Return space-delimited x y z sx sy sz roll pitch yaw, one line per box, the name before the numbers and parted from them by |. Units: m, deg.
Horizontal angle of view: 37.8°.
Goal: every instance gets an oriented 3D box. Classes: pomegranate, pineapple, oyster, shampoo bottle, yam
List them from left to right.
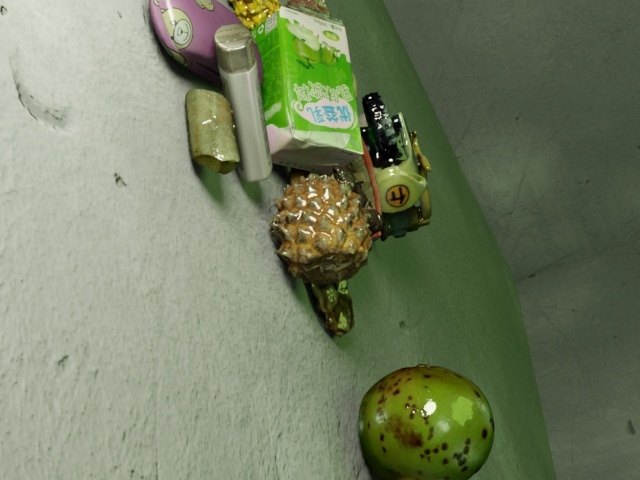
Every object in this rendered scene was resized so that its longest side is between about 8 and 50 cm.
yam | -0.154 -0.149 1.311 0.070 0.070 0.146 45 28 -54
shampoo bottle | -0.112 -0.200 1.382 0.086 0.056 0.227 -109 -171 -51
pineapple | -0.002 -0.031 1.489 0.166 0.166 0.193 49 26 -50
oyster | 0.001 0.001 1.625 0.129 0.079 0.345 12 61 -61
pomegranate | 0.150 0.339 1.519 0.285 0.231 0.231 -64 150 -7

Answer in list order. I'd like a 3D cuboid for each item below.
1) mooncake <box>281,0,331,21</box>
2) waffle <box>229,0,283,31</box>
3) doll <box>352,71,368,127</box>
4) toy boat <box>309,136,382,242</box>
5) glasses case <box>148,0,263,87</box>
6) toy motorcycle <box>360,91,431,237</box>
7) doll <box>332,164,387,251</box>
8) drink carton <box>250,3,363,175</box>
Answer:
mooncake | -0.034 -0.432 1.907 0.130 0.125 0.073 67 21 4
waffle | -0.115 -0.434 1.763 0.193 0.070 0.197 47 25 -52
doll | 0.078 -0.292 2.150 0.365 0.094 0.160 54 26 -41
toy boat | 0.021 -0.161 1.805 0.079 0.136 0.392 102 -27 -64
glasses case | -0.167 -0.307 1.429 0.316 0.076 0.123 9 63 -71
toy motorcycle | 0.144 -0.142 1.954 0.410 0.169 0.236 63 16 -74
doll | 0.060 -0.065 1.601 0.139 0.057 0.165 61 0 16
drink carton | -0.030 -0.262 1.619 0.161 0.108 0.271 9 64 -37
